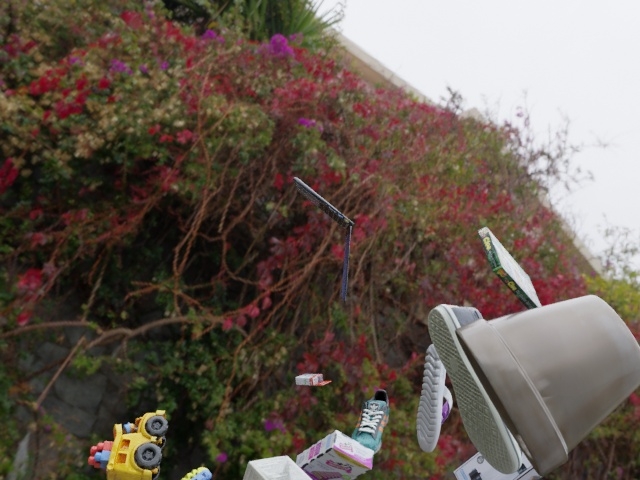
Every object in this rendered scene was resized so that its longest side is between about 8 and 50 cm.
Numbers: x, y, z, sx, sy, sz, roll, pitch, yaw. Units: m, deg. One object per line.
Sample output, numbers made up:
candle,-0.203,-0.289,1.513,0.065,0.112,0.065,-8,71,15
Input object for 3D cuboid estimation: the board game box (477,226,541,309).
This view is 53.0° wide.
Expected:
board game box,0.478,0.084,1.604,0.030,0.136,0.260,-33,-48,20

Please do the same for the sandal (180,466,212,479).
sandal,-0.440,0.850,1.990,0.138,0.317,0.126,37,-35,8

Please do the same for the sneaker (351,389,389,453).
sneaker,0.175,0.628,2.244,0.108,0.302,0.121,6,-73,15

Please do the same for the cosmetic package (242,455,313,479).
cosmetic package,-0.079,0.733,1.764,0.153,0.129,0.296,9,11,-40

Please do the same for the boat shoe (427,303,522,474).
boat shoe,0.467,0.404,1.831,0.156,0.500,0.186,-8,-29,-22

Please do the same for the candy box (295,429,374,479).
candy box,0.041,0.727,2.105,0.159,0.071,0.233,33,-52,-15

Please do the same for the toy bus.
toy bus,-0.573,0.617,1.919,0.212,0.220,0.149,11,-43,-7

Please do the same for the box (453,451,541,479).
box,0.614,0.774,2.170,0.290,0.169,0.087,-42,-56,12

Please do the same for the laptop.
laptop,0.000,0.000,2.378,0.408,0.236,0.382,39,-1,1

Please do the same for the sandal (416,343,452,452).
sandal,0.449,0.600,2.423,0.102,0.416,0.169,6,3,-12

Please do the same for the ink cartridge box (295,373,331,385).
ink cartridge box,-0.025,0.499,2.307,0.115,0.029,0.063,-7,-1,34

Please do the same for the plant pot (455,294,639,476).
plant pot,0.471,0.256,1.289,0.323,0.280,0.323,60,2,-4
